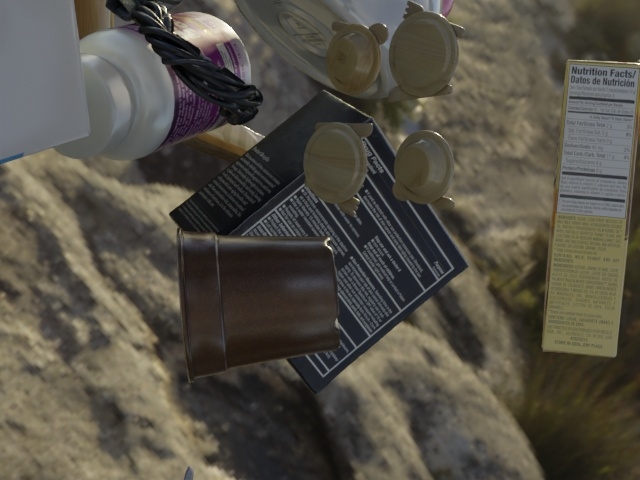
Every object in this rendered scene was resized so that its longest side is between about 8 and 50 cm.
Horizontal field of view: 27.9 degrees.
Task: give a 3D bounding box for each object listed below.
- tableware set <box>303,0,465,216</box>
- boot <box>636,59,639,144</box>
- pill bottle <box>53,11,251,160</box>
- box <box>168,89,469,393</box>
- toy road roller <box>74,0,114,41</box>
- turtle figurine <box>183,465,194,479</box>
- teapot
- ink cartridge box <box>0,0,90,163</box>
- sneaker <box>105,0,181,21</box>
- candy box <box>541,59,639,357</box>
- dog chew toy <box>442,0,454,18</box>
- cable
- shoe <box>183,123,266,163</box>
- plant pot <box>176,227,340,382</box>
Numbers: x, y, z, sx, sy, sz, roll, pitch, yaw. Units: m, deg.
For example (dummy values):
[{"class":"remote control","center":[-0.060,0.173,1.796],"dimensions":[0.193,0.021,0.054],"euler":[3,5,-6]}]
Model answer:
[{"class":"tableware set","center":[0.047,-0.099,0.986],"dimensions":[0.020,0.141,0.168],"euler":[-2,101,-48]},{"class":"boot","center":[0.503,-0.232,1.616],"dimensions":[0.203,0.262,0.095],"euler":[0,36,2]},{"class":"pill bottle","center":[-0.230,-0.197,1.665],"dimensions":[0.169,0.169,0.301],"euler":[53,31,3]},{"class":"box","center":[0.000,0.000,1.836],"dimensions":[0.296,0.294,0.183],"euler":[54,-6,-30]},{"class":"toy road roller","center":[-0.410,-0.309,1.775],"dimensions":[0.329,0.202,0.240],"euler":[-16,32,-32]},{"class":"turtle figurine","center":[-0.188,0.328,1.050],"dimensions":[0.274,0.198,0.266],"euler":[79,15,-69]},{"class":"teapot","center":[0.036,-0.287,1.380],"dimensions":[0.256,0.187,0.252],"euler":[31,-16,20]},{"class":"ink cartridge box","center":[-0.425,-0.205,1.433],"dimensions":[0.198,0.270,0.197],"euler":[-25,121,-42]},{"class":"sneaker","center":[-0.196,-0.336,1.625],"dimensions":[0.111,0.121,0.300],"euler":[46,-14,-9]},{"class":"candy box","center":[0.306,-0.037,1.459],"dimensions":[0.183,0.088,0.316],"euler":[-12,107,-79]},{"class":"dog chew toy","center":[0.065,-0.370,1.838],"dimensions":[0.332,0.206,0.206],"euler":[0,56,-44]},{"class":"cable","center":[-0.117,-0.173,1.223],"dimensions":[0.150,0.047,0.184],"euler":[47,5,0]},{"class":"shoe","center":[-0.159,-0.166,2.032],"dimensions":[0.219,0.076,0.058],"euler":[25,76,-6]},{"class":"plant pot","center":[-0.066,0.062,1.386],"dimensions":[0.165,0.167,0.167],"euler":[-5,48,-4]}]
